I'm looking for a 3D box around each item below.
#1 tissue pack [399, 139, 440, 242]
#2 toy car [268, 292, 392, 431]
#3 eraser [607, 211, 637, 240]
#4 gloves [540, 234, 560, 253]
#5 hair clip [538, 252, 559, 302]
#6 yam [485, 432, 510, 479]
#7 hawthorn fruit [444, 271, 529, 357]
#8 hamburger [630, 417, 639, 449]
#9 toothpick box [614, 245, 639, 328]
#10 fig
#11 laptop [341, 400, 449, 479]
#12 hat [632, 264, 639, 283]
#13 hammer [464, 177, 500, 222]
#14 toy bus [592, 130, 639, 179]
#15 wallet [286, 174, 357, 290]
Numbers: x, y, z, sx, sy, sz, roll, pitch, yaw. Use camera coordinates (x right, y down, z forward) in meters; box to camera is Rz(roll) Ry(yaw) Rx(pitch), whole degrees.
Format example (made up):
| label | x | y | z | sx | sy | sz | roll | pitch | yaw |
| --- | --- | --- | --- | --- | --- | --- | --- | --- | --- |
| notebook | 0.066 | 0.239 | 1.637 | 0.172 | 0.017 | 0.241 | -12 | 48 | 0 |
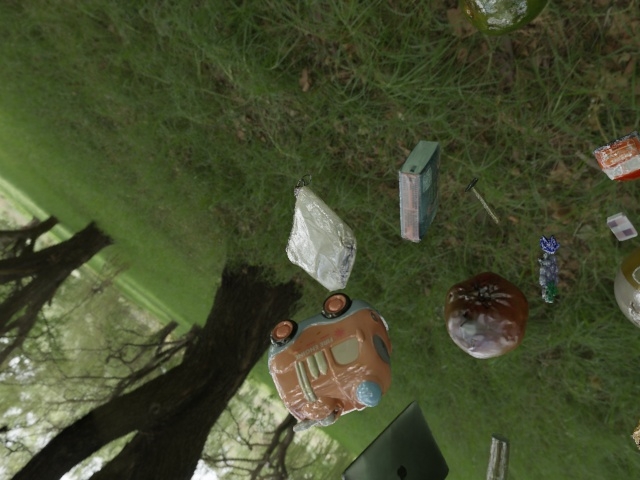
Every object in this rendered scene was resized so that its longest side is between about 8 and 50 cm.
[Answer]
| label | x | y | z | sx | sy | sz | roll | pitch | yaw |
| --- | --- | --- | --- | --- | --- | --- | --- | --- | --- |
| tissue pack | 0.376 | -0.183 | 1.519 | 0.103 | 0.228 | 0.315 | 16 | 139 | 28 |
| toy car | 0.030 | 0.260 | 0.833 | 0.180 | 0.271 | 0.212 | 60 | -176 | -37 |
| eraser | 1.136 | -0.052 | 1.523 | 0.105 | 0.026 | 0.065 | 47 | 137 | -11 |
| gloves | 0.774 | 0.011 | 1.371 | 0.064 | 0.026 | 0.086 | 36 | 163 | 31 |
| hair clip | 0.867 | 0.143 | 1.552 | 0.124 | 0.195 | 0.052 | -2 | 177 | -29 |
| yam | 0.490 | 0.608 | 1.114 | 0.054 | 0.132 | 0.054 | 9 | 173 | 1 |
| hawthorn fruit | 0.600 | 0.284 | 1.492 | 0.308 | 0.308 | 0.324 | 29 | 145 | 19 |
| hamburger | 1.175 | 0.586 | 1.310 | 0.318 | 0.318 | 0.158 | 49 | 176 | -26 |
| toothpick box | 1.374 | 0.157 | 1.498 | 0.409 | 0.409 | 0.425 | 30 | 162 | 18 |
| fig | 0.414 | -0.571 | 0.871 | 0.195 | 0.245 | 0.195 | 41 | 180 | 0 |
| laptop | 0.173 | 0.503 | 0.876 | 0.015 | 0.269 | 0.187 | -30 | 85 | 49 |
| hat | 0.879 | 0.018 | 1.070 | 0.166 | 0.173 | 0.144 | 49 | -161 | -32 |
| hammer | 0.570 | -0.128 | 1.408 | 0.199 | 0.062 | 0.013 | 45 | 177 | -24 |
| toy bus | 0.599 | -0.157 | 0.783 | 0.079 | 0.174 | 0.077 | -27 | 75 | 48 |
| wallet | -0.003 | 0.000 | 1.226 | 0.275 | 0.068 | 0.335 | 43 | 141 | 26 |
